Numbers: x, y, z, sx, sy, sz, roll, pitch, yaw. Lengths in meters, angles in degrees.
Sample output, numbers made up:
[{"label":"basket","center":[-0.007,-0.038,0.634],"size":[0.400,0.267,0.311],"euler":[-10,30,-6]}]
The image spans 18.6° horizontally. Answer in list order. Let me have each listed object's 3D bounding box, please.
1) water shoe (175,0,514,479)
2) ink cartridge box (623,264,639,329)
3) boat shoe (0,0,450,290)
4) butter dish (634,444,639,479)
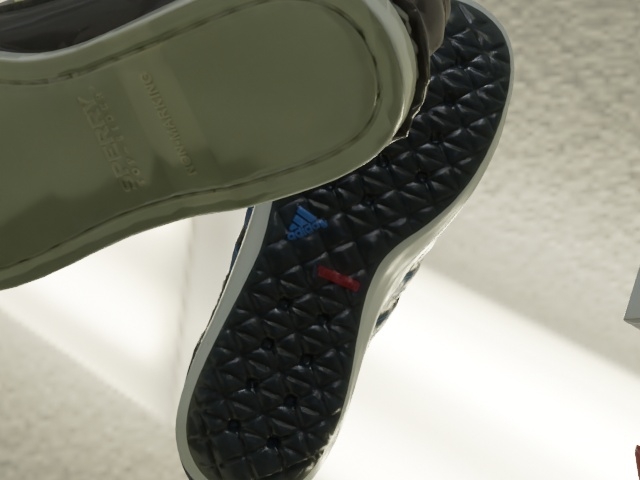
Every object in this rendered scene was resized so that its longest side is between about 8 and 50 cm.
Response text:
[{"label":"water shoe","center":[0.000,0.000,0.710],"size":[0.203,0.073,0.080],"euler":[-61,-174,-13]},{"label":"ink cartridge box","center":[0.323,0.005,1.409],"size":[0.127,0.128,0.176],"euler":[-3,-117,56]},{"label":"boat shoe","center":[-0.070,-0.039,0.583],"size":[0.228,0.068,0.081],"euler":[-9,-69,25]},{"label":"butter dish","center":[0.290,0.211,1.280],"size":[0.160,0.118,0.160],"euler":[-111,176,-62]}]
